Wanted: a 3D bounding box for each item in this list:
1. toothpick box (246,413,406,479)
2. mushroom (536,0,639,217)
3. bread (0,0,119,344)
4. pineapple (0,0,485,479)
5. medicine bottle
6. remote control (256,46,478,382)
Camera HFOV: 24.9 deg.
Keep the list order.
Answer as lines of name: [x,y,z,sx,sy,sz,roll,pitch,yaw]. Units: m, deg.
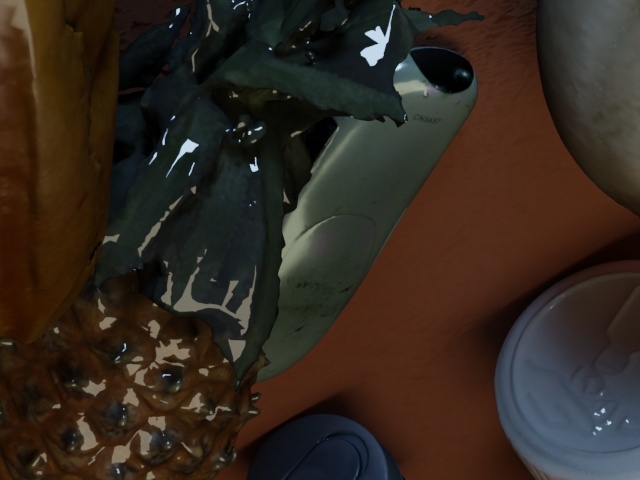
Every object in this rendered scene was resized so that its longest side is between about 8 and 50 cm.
toothpick box: [0.021,0.192,1.000,0.101,0.101,0.153,-31,146,4]
mushroom: [0.256,-0.086,0.641,0.292,0.290,0.292,-20,141,-17]
bread: [-0.137,-0.074,0.469,0.143,0.195,0.269,-8,145,-17]
pineapple: [-0.054,-0.021,0.625,0.165,0.165,0.364,-1,137,-35]
medicine bottle: [0.270,0.184,1.046,0.242,0.242,0.395,-30,141,3]
remote control: [-0.001,-0.002,0.786,0.097,0.045,0.256,4,132,-39]
